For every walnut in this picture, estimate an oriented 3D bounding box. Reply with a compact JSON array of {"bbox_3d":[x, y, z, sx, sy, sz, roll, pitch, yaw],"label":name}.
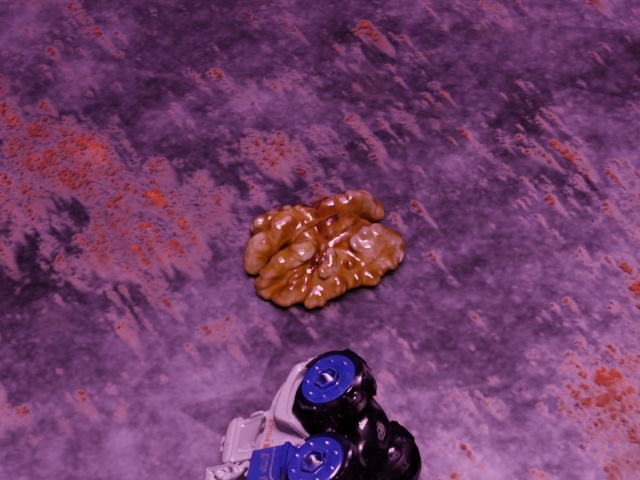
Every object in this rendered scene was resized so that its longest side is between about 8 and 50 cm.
[{"bbox_3d":[0.000,0.000,1.752,0.170,0.069,0.143,-21,51,-13],"label":"walnut"}]

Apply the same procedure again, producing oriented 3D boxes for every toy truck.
[{"bbox_3d":[-0.015,0.217,1.512,0.177,0.161,0.213,-13,42,23],"label":"toy truck"}]
